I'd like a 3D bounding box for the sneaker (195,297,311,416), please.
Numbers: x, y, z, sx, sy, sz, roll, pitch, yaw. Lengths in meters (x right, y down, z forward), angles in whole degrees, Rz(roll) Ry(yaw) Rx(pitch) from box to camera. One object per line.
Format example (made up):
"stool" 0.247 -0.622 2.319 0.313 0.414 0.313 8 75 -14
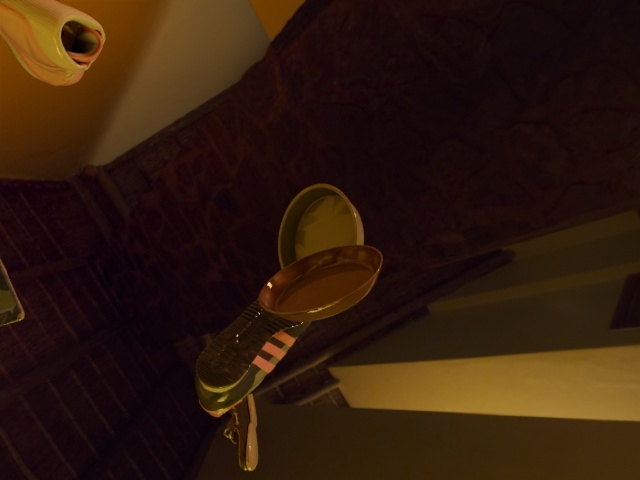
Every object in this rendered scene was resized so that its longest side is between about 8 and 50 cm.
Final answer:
"sneaker" -0.118 0.203 0.841 0.112 0.131 0.319 31 -142 23

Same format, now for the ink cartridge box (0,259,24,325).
"ink cartridge box" -0.417 -0.028 0.254 0.323 0.071 0.331 -19 -68 -25

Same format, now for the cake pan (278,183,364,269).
"cake pan" 0.000 0.000 1.138 0.054 0.293 0.294 8 -110 -45

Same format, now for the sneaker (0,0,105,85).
"sneaker" -0.213 -0.158 0.363 0.070 0.134 0.051 24 -98 -6

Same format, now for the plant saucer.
"plant saucer" 0.003 0.056 0.562 0.168 0.168 0.029 -38 -63 -40

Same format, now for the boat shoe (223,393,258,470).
"boat shoe" -0.168 0.403 0.907 0.064 0.206 0.075 -9 -73 -6
